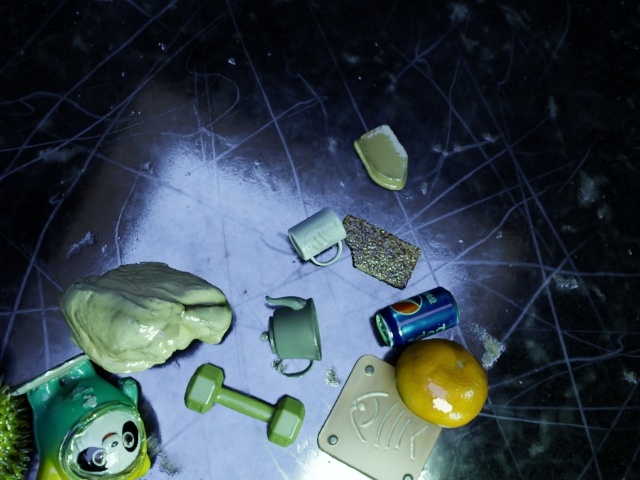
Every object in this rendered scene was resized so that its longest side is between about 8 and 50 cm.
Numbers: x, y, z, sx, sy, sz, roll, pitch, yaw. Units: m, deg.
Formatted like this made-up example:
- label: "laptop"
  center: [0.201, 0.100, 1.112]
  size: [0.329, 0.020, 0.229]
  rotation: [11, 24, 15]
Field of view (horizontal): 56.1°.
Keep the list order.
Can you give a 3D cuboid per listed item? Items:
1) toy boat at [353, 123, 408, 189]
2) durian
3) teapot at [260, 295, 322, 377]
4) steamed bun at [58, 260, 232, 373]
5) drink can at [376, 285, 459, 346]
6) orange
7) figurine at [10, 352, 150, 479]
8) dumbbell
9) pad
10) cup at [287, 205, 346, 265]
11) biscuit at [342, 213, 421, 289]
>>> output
- label: "toy boat"
  center: [0.184, -0.231, 1.693]
  size: [0.116, 0.061, 0.188]
  rotation: [-29, 84, -11]
- label: "durian"
  center: [-0.789, 0.510, 1.413]
  size: [0.170, 0.157, 0.355]
  rotation: [16, 77, 14]
- label: "teapot"
  center: [-0.079, 0.246, 1.541]
  size: [0.149, 0.162, 0.239]
  rotation: [-9, 110, 1]
- label: "steamed bun"
  center: [-0.417, 0.189, 1.427]
  size: [0.325, 0.372, 0.230]
  rotation: [18, 104, 35]
- label: "drink can"
  center: [0.258, 0.204, 1.590]
  size: [0.205, 0.118, 0.118]
  rotation: [-21, 82, -9]
- label: "orange"
  center: [0.303, 0.360, 1.525]
  size: [0.240, 0.171, 0.240]
  rotation: [12, 49, -14]
- label: "figurine"
  center: [-0.553, 0.452, 1.416]
  size: [0.324, 0.231, 0.340]
  rotation: [-26, 86, -46]
- label: "dumbbell"
  center: [-0.191, 0.413, 1.509]
  size: [0.302, 0.121, 0.108]
  rotation: [22, 49, -1]
- label: "pad"
  center: [0.170, 0.481, 1.581]
  size: [0.284, 0.018, 0.286]
  rotation: [29, 76, 1]
- label: "cup"
  center: [0.000, -0.004, 1.613]
  size: [0.133, 0.099, 0.136]
  rotation: [-30, 83, -11]
- label: "biscuit"
  center: [0.153, 0.030, 1.658]
  size: [0.237, 0.026, 0.131]
  rotation: [26, 76, -1]
